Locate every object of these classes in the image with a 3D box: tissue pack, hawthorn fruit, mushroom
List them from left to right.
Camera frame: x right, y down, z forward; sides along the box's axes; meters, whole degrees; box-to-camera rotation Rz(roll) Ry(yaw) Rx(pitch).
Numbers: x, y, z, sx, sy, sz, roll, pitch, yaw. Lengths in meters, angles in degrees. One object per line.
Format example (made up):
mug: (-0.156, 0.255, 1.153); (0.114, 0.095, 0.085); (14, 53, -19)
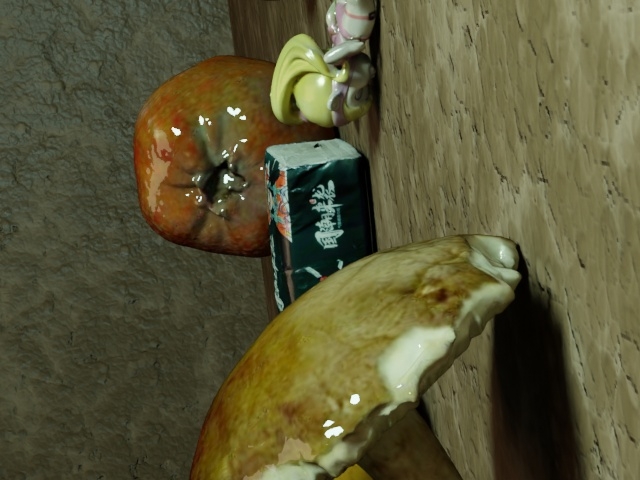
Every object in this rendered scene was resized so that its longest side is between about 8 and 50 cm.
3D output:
hawthorn fruit: (-0.085, -0.094, 1.592); (0.262, 0.210, 0.210); (-89, -7, -73)
tissue pack: (0.000, 0.001, 1.405); (0.103, 0.090, 0.170); (-127, 29, -73)
mushroom: (0.050, 0.154, 0.823); (0.233, 0.208, 0.302); (-29, -75, -52)

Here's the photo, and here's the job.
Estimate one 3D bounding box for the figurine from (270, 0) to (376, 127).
figurine: (0.010, -0.160, 1.215); (0.187, 0.083, 0.083); (103, 161, -47)

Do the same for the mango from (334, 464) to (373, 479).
mango: (0.021, 0.161, 1.266); (0.252, 0.126, 0.154); (130, 144, -73)

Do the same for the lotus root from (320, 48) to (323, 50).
lotus root: (0.014, -0.137, 1.389); (0.037, 0.030, 0.083); (44, -153, -42)
